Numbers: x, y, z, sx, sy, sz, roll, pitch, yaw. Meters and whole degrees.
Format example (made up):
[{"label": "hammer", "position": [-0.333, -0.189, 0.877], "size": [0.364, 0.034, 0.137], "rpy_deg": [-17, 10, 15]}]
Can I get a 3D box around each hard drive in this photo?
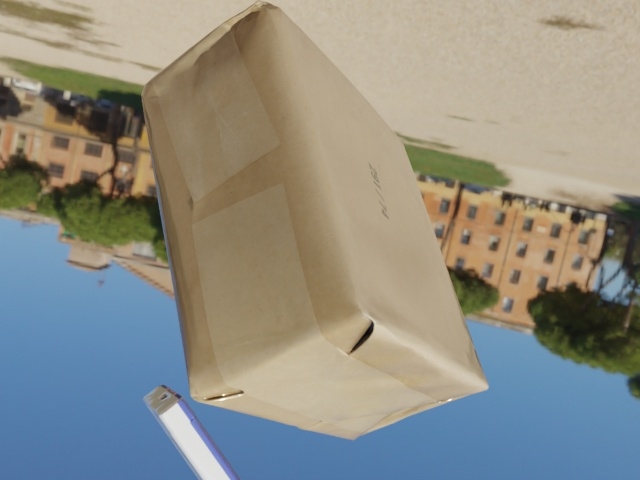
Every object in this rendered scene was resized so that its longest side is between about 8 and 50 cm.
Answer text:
[{"label": "hard drive", "position": [-0.132, 0.348, 1.093], "size": [0.040, 0.319, 0.210], "rpy_deg": [-35, -173, -18]}]

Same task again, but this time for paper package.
[{"label": "paper package", "position": [0.000, 0.000, 0.760], "size": [0.168, 0.325, 0.309], "rpy_deg": [-27, 150, 20]}]
